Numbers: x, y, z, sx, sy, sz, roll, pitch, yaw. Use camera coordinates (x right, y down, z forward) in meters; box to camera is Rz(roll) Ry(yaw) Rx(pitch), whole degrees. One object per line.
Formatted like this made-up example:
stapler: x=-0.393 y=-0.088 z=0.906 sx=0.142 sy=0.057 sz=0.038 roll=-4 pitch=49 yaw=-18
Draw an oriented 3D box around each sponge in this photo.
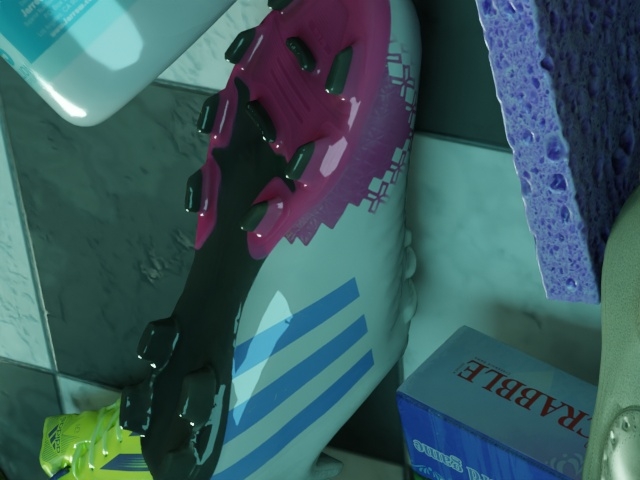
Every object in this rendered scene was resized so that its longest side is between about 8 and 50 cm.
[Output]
sponge: x=0.113 y=-0.089 z=0.847 sx=0.031 sy=0.117 sz=0.210 roll=5 pitch=128 yaw=29

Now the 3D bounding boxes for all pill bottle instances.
pill bottle: x=-0.153 y=-0.192 z=0.900 sx=0.264 sy=0.146 sz=0.146 roll=47 pitch=134 yaw=-10

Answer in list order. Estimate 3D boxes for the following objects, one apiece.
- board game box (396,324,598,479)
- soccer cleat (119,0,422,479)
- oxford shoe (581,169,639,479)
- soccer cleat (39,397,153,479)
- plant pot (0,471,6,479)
board game box: x=0.200 y=0.231 z=1.007 sx=0.318 sy=0.066 sz=0.318 roll=24 pitch=143 yaw=38
soccer cleat: x=0.000 y=0.000 z=1.009 sx=0.116 sy=0.143 sz=0.331 roll=53 pitch=130 yaw=44
oxford shoe: x=0.185 y=-0.030 z=0.793 sx=0.146 sy=0.140 sz=0.397 roll=30 pitch=111 yaw=51
soccer cleat: x=-0.127 y=0.141 z=1.197 sx=0.121 sy=0.093 sz=0.289 roll=43 pitch=134 yaw=10
plant pot: x=-0.259 y=0.192 z=1.322 sx=0.083 sy=0.079 sz=0.083 roll=16 pitch=133 yaw=18
